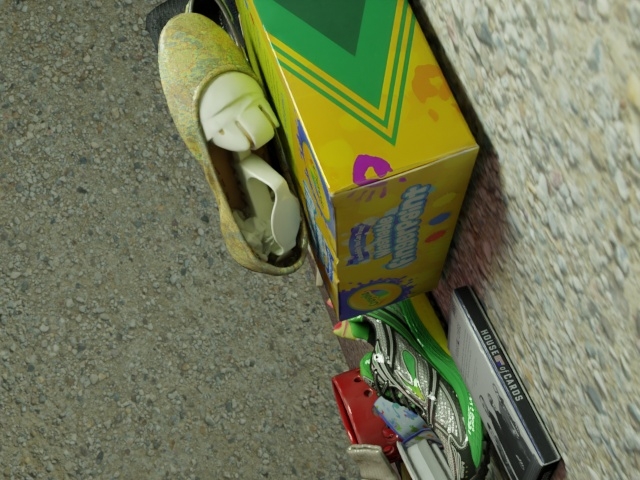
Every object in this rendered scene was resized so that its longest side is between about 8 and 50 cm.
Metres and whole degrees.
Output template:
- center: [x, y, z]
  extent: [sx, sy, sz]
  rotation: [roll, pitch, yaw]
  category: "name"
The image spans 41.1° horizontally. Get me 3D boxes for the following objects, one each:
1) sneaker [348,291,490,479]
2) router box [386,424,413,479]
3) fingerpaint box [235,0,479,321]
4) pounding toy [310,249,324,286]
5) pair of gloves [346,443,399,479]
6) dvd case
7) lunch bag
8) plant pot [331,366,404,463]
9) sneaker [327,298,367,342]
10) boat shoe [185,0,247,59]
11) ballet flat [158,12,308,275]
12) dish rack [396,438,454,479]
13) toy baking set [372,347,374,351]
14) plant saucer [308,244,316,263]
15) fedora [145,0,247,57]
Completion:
- center: [0.146, 0.220, 1.274]
  extent: [0.134, 0.146, 0.343]
  rotation: [78, 169, -50]
  category: "sneaker"
- center: [0.219, 0.487, 1.808]
  extent: [0.309, 0.081, 0.243]
  rotation: [83, 167, -65]
  category: "router box"
- center: [0.030, -0.145, 1.059]
  extent: [0.445, 0.163, 0.371]
  rotation: [83, 166, -68]
  category: "fingerpaint box"
- center: [0.000, 0.000, 1.566]
  extent: [0.269, 0.154, 0.154]
  rotation: [99, 175, -62]
  category: "pounding toy"
- center: [0.169, 0.445, 1.493]
  extent: [0.042, 0.240, 0.204]
  rotation: [-56, -42, -40]
  category: "pair of gloves"
- center: [0.221, 0.195, 1.075]
  extent: [0.179, 0.029, 0.239]
  rotation: [80, 169, -59]
  category: "dvd case"
- center: [0.176, 0.286, 1.393]
  extent: [0.151, 0.096, 0.129]
  rotation: [47, 150, 8]
  category: "lunch bag"
- center: [0.130, 0.319, 1.616]
  extent: [0.191, 0.174, 0.191]
  rotation: [160, 90, -85]
  category: "plant pot"
- center: [0.059, 0.112, 1.768]
  extent: [0.081, 0.094, 0.209]
  rotation: [-46, -43, -75]
  category: "sneaker"
- center: [-0.134, -0.223, 1.141]
  extent: [0.069, 0.081, 0.228]
  rotation: [78, 176, -84]
  category: "boat shoe"
- center: [-0.088, -0.101, 1.018]
  extent: [0.123, 0.123, 0.349]
  rotation: [-119, 11, -57]
  category: "ballet flat"
- center: [0.243, 0.455, 1.268]
  extent: [0.333, 0.072, 0.285]
  rotation: [58, -179, -33]
  category: "dish rack"
- center: [0.111, 0.155, 1.704]
  extent: [0.256, 0.030, 0.197]
  rotation: [88, 179, -64]
  category: "toy baking set"
- center: [-0.022, -0.137, 1.874]
  extent: [0.400, 0.100, 0.400]
  rotation: [160, 90, -84]
  category: "plant saucer"
- center: [-0.210, -0.335, 1.493]
  extent: [0.334, 0.152, 0.334]
  rotation: [162, 90, -85]
  category: "fedora"
